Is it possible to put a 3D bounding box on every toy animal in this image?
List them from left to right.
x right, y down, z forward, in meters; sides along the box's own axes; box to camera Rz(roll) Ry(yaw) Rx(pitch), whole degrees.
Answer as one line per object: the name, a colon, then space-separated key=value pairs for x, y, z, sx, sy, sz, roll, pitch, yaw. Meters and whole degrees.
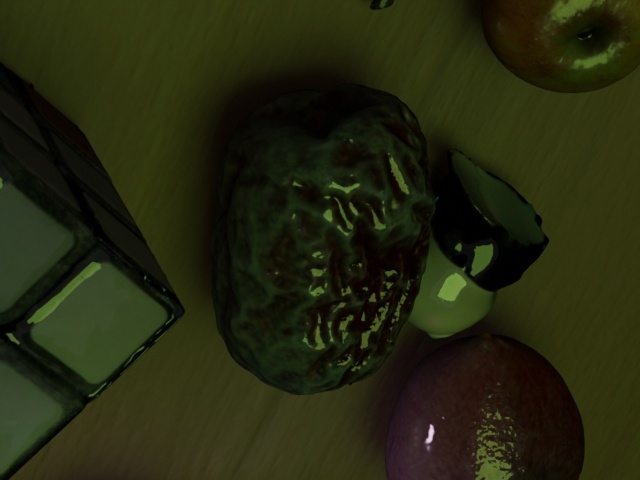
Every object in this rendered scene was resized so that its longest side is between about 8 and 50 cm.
toy animal: x=0.138 y=0.008 z=1.631 sx=0.166 sy=0.138 sz=0.179 roll=38 pitch=107 yaw=-16

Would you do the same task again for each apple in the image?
apple: x=0.251 y=-0.235 z=1.524 sx=0.183 sy=0.155 sz=0.182 roll=-6 pitch=129 yaw=-8

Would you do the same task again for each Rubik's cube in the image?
Rubik's cube: x=-0.383 y=0.000 z=1.240 sx=0.359 sy=0.363 sz=0.362 roll=-46 pitch=128 yaw=3

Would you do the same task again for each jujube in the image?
jujube: x=0.000 y=0.000 z=1.507 sx=0.226 sy=0.226 sz=0.317 roll=-8 pitch=123 yaw=-21

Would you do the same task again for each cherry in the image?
cherry: x=0.181 y=0.215 z=1.732 sx=0.239 sy=0.206 sz=0.239 roll=0 pitch=89 yaw=-12

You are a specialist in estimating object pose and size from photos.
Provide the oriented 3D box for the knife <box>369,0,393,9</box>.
knife: x=0.120 y=-0.315 z=1.494 sx=0.046 sy=0.021 sz=0.222 roll=29 pitch=99 yaw=-35
